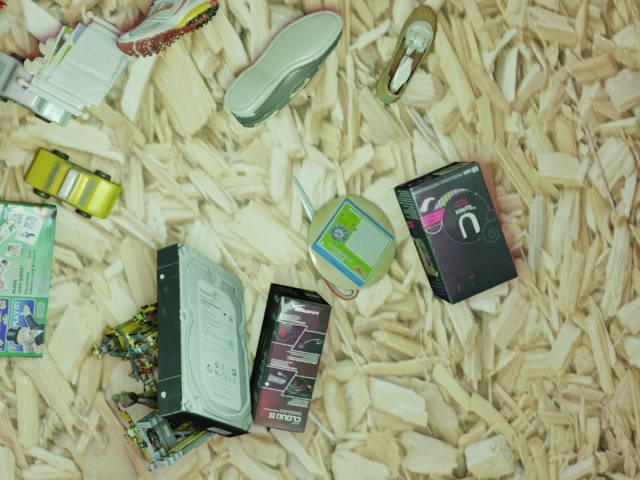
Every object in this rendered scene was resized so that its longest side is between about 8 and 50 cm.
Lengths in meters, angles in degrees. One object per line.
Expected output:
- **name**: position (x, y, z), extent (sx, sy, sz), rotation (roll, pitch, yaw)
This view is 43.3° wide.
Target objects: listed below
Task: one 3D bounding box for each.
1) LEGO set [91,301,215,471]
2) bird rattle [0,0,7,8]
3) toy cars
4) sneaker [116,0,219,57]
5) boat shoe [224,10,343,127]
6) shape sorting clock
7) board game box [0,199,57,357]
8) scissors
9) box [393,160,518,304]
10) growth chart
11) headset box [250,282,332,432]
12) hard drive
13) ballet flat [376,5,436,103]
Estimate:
- **LEGO set**: position (-0.357, 0.311, 1.609), extent (0.192, 0.255, 0.331), rotation (-29, 109, -45)
- **bird rattle**: position (-0.737, -0.411, 1.556), extent (0.207, 0.143, 0.253), rotation (3, 86, 3)
- **toy cars**: position (-0.546, -0.211, 1.629), extent (0.177, 0.087, 0.393), rotation (-23, 98, -7)
- **sneaker**: position (-0.321, -0.452, 1.649), extent (0.225, 0.088, 0.092), rotation (-36, 87, -19)
- **boat shoe**: position (-0.069, -0.359, 1.694), extent (0.305, 0.091, 0.109), rotation (-43, 63, -5)
- **shape sorting clock**: position (0.068, 0.005, 1.756), extent (0.206, 0.040, 0.206), rotation (5, 78, -23)
- **board game box**: position (-0.655, 0.076, 1.620), extent (0.214, 0.046, 0.317), rotation (5, 99, -23)
- **scissors**: position (0.000, 0.000, 1.771), extent (0.109, 0.021, 0.297), rotation (-42, 100, -4)
- **box**: position (0.292, -0.020, 1.755), extent (0.165, 0.143, 0.270), rotation (-23, 99, -6)
- **growth chart**: position (-0.476, -0.357, 1.620), extent (0.172, 0.021, 0.237), rotation (36, 65, -8)
- **headset box**: position (-0.073, 0.251, 1.681), extent (0.110, 0.218, 0.293), rotation (12, 93, -9)
- **hard drive**: position (-0.225, 0.197, 1.583), extent (0.064, 0.237, 0.338), rotation (-19, 60, 21)
- **ballet flat**: position (0.197, -0.401, 1.742), extent (0.080, 0.073, 0.232), rotation (24, 90, -11)
